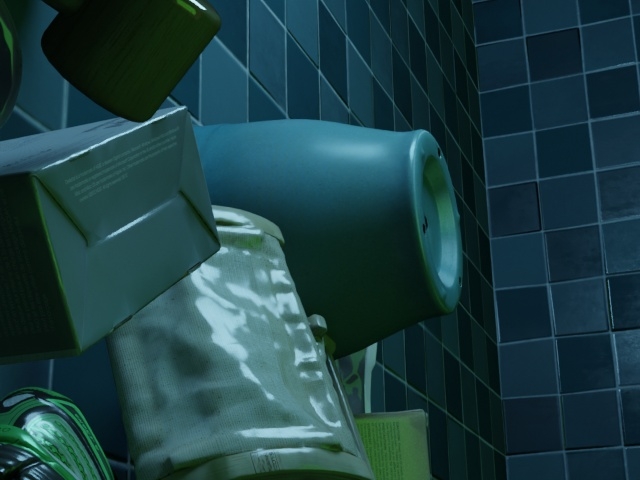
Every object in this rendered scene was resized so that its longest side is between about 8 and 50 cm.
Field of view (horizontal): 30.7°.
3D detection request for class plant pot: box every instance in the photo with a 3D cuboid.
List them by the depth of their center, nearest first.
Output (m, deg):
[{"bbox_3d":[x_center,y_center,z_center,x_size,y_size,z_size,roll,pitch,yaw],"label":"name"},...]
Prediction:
[{"bbox_3d":[0.000,0.000,1.163,0.271,0.255,0.272,-8,90,-71],"label":"plant pot"}]

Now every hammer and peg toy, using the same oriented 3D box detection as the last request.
[{"bbox_3d":[-0.160,-0.228,0.550,0.266,0.127,0.361,36,13,-44],"label":"hammer and peg toy"}]

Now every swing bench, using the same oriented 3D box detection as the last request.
[{"bbox_3d":[-0.056,0.132,0.915,0.255,0.165,0.253,72,-2,-50],"label":"swing bench"}]

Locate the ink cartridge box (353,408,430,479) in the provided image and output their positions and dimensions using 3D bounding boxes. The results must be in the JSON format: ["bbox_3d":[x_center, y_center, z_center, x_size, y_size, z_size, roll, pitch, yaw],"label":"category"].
[{"bbox_3d":[0.026,0.302,1.241,0.193,0.088,0.235,5,75,-38],"label":"ink cartridge box"}]

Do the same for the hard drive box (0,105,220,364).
[{"bbox_3d":[-0.197,0.003,0.624,0.181,0.232,0.089,-42,122,-67],"label":"hard drive box"}]

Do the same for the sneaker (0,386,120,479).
[{"bbox_3d":[-0.149,0.253,0.815,0.146,0.134,0.344,-78,157,-62],"label":"sneaker"}]

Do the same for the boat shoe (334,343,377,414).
[{"bbox_3d":[0.012,0.225,1.388,0.112,0.095,0.335,140,-48,-70],"label":"boat shoe"}]

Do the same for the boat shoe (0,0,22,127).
[{"bbox_3d":[-0.320,-0.076,0.468,0.367,0.156,0.136,-9,96,-42],"label":"boat shoe"}]
